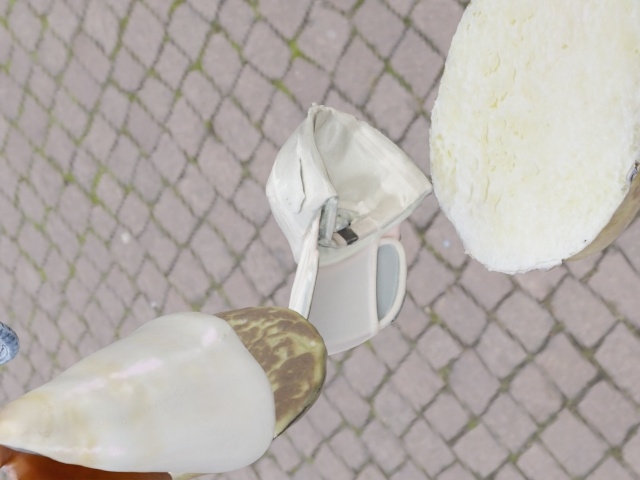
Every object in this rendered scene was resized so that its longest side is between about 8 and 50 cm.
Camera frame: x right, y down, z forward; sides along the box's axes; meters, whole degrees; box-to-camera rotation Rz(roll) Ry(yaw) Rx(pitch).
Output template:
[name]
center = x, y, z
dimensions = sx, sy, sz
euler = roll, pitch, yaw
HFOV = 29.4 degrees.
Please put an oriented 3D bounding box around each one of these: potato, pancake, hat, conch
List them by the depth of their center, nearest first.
[conch]
center = -0.093, 0.097, 0.629
dimensions = 0.104, 0.176, 0.094
euler = -21, 95, 38
[pancake]
center = -0.106, 0.121, 0.914
dimensions = 0.250, 0.250, 0.031
euler = -6, 116, 46
[potato]
center = 0.206, -0.105, 0.962
dimensions = 0.239, 0.116, 0.299
euler = -117, 35, -41
[hat]
center = 0.000, 0.000, 1.208
dimensions = 0.164, 0.219, 0.226
euler = 39, 109, 25

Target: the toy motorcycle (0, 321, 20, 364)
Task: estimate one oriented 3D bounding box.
[toy motorcycle]
center = -0.355, 0.053, 0.898
dimensions = 0.135, 0.254, 0.092
euler = 97, 176, -57
